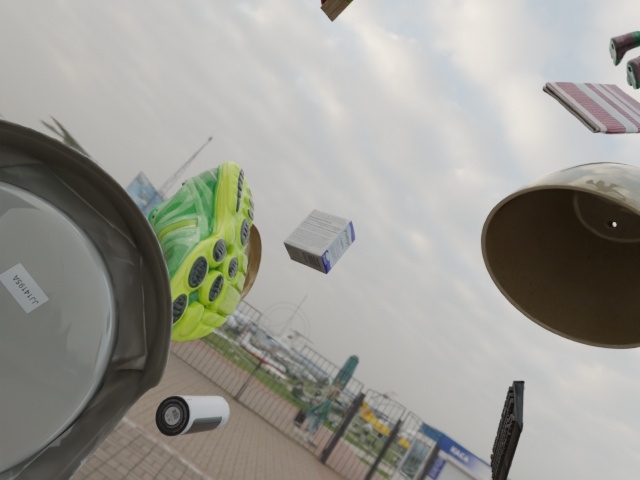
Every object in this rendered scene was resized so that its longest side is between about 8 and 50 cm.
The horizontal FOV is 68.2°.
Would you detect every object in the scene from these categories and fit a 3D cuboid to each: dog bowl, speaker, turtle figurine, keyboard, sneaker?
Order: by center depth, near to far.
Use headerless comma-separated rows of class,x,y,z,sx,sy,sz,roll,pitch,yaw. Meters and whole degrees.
dog bowl,-0.310,0.072,0.403,0.349,0.349,0.102,40,-20,-15
sneaker,-0.164,0.012,0.615,0.123,0.296,0.109,-11,-51,14
keyboard,0.269,0.279,0.687,0.023,0.108,0.180,11,-54,18
speaker,-0.189,0.262,0.715,0.055,0.055,0.136,30,-9,21
turtle figurine,0.617,-0.341,0.768,0.234,0.175,0.118,-19,-59,22

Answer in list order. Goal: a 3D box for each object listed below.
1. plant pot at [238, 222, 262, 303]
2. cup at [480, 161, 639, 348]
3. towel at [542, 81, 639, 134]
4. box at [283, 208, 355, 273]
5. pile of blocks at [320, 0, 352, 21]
plant pot,-0.230,0.060,1.253,0.032,0.236,0.236,13,-22,21
cup,0.499,-0.009,0.850,0.331,0.237,0.331,35,-34,28
towel,0.828,-0.381,1.375,0.237,0.329,0.037,64,-31,36
box,0.000,0.000,1.205,0.126,0.137,0.072,20,-34,34
pile of blocks,0.116,-0.864,1.518,0.112,0.149,0.362,45,-42,-16
